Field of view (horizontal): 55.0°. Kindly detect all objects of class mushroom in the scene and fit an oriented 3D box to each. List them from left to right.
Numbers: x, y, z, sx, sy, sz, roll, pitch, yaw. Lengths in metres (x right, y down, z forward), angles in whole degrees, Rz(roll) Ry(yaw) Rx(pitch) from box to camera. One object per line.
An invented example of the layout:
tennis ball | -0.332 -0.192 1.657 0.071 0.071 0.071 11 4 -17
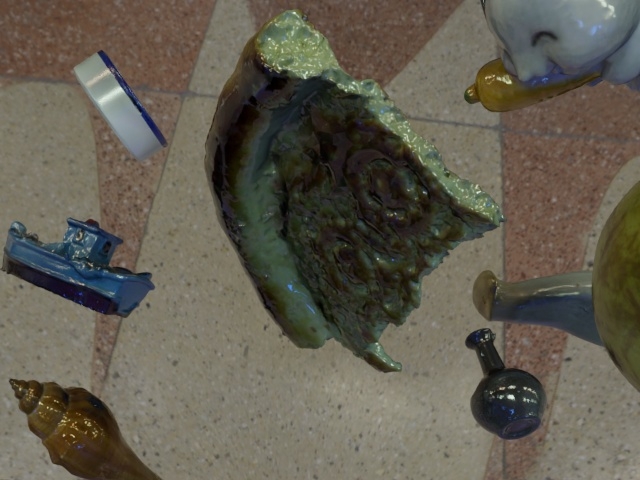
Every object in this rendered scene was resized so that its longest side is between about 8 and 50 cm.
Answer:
mushroom | 0.476 0.135 1.244 0.328 0.122 0.159 4 82 9

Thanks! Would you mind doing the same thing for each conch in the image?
conch | -0.339 0.303 0.945 0.093 0.330 0.109 -46 27 3

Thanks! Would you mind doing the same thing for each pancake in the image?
pancake | -0.004 -0.004 0.650 0.304 0.427 0.067 36 51 13

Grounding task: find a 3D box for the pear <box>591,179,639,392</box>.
pear | 0.378 0.045 0.540 0.283 0.284 0.284 1 59 -1

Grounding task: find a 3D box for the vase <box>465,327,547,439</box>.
vase | 0.290 0.226 1.004 0.120 0.120 0.183 -6 44 -6

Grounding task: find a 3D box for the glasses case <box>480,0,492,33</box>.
glasses case | 0.212 -0.287 0.746 0.033 0.023 0.083 -16 87 -8

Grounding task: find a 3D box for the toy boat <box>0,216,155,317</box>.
toy boat | -0.297 0.018 0.734 0.223 0.100 0.097 17 80 24

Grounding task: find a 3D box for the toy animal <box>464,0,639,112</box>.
toy animal | 0.131 -0.143 0.348 0.181 0.131 0.127 9 90 -8

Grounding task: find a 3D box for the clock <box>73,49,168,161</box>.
clock | -0.413 -0.274 1.278 0.083 0.230 0.230 -37 66 -7

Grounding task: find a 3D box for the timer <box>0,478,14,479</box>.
timer | -0.366 0.399 0.674 0.284 0.285 0.285 1 59 -1
